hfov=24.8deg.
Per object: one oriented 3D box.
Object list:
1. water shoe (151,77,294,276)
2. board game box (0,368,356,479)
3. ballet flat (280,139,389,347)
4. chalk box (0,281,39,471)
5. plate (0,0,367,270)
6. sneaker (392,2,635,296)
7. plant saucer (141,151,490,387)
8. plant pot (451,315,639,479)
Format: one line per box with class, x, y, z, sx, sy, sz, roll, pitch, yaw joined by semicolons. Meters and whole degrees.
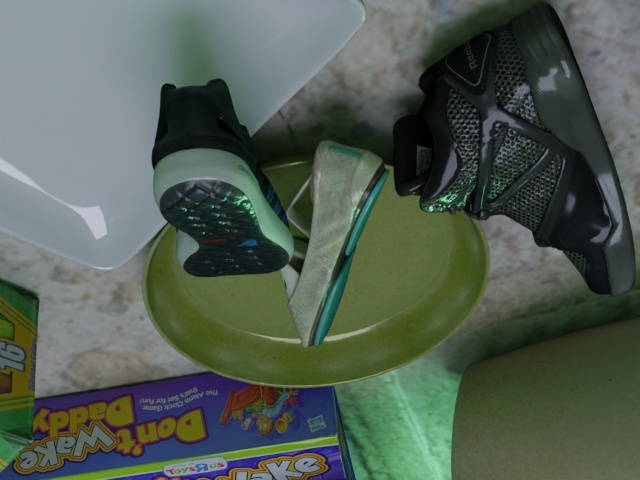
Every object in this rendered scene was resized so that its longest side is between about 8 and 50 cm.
water shoe;-0.055;-0.033;0.864;0.073;0.080;0.203;-4;164;0
board game box;-0.145;0.217;1.188;0.347;0.078;0.233;-9;138;3
ballet flat;0.000;0.000;0.940;0.052;0.057;0.168;25;132;6
chalk box;-0.313;0.082;0.975;0.213;0.132;0.132;25;130;-32
plate;-0.161;-0.115;0.838;0.278;0.045;0.277;25;129;-31
sneaker;0.125;-0.039;0.932;0.130;0.087;0.227;-20;134;15
plant saucer;-0.003;0.017;1.014;0.241;0.037;0.241;-3;138;-3
plant pot;0.243;0.159;1.081;0.274;0.256;0.256;1;141;18
